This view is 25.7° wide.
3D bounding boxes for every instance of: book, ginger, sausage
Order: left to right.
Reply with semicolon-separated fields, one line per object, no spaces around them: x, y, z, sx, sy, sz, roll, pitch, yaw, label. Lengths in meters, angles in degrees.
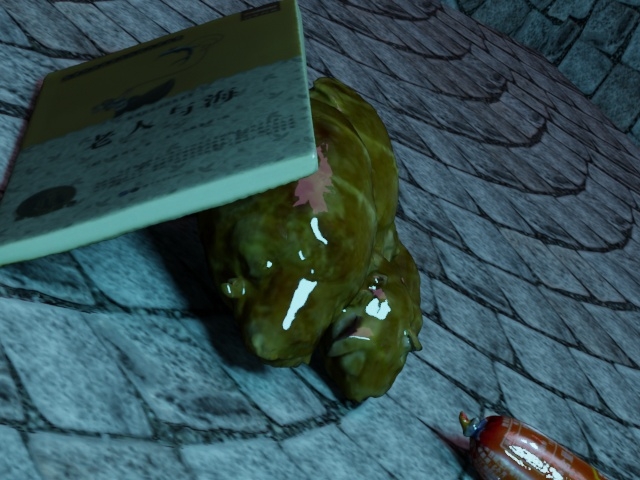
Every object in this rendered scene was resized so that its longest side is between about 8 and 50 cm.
-0.136;-0.106;1.210;0.389;0.269;0.032;-99;171;-63;book
-0.005;0.000;1.264;0.357;0.152;0.274;-46;120;-72;ginger
0.232;0.237;1.249;0.274;0.074;0.074;34;20;-1;sausage
